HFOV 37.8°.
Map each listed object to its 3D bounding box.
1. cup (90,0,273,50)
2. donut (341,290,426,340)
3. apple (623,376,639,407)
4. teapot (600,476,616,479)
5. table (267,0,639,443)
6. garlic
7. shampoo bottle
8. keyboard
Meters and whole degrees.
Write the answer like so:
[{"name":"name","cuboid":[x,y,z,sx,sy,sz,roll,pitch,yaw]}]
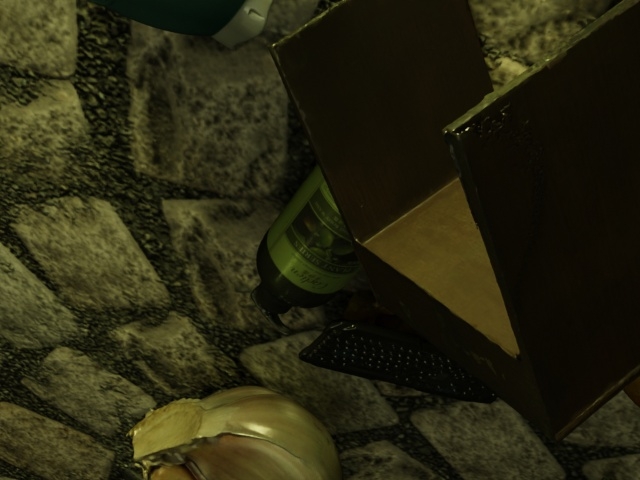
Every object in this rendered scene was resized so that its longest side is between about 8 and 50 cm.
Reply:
[{"name":"cup","cuboid":[-0.109,-0.238,0.721,0.173,0.167,0.300,29,163,-23]},{"name":"donut","cuboid":[0.081,0.084,1.053,0.108,0.043,0.097,-20,124,32]},{"name":"apple","cuboid":[0.378,0.067,0.836,0.237,0.207,0.237,23,136,24]},{"name":"teapot","cuboid":[0.355,0.417,1.232,0.193,0.129,0.294,10,134,10]},{"name":"table","cuboid":[0.138,-0.052,0.711,0.250,0.196,0.282,38,158,53]},{"name":"garlic","cuboid":[-0.094,0.303,1.191,0.292,0.237,0.210,40,176,-18]},{"name":"shampoo bottle","cuboid":[0.000,0.000,0.955,0.101,0.101,0.284,29,136,-10]},{"name":"keyboard","cuboid":[0.110,0.142,1.066,0.262,0.016,0.106,16,139,-22]}]
